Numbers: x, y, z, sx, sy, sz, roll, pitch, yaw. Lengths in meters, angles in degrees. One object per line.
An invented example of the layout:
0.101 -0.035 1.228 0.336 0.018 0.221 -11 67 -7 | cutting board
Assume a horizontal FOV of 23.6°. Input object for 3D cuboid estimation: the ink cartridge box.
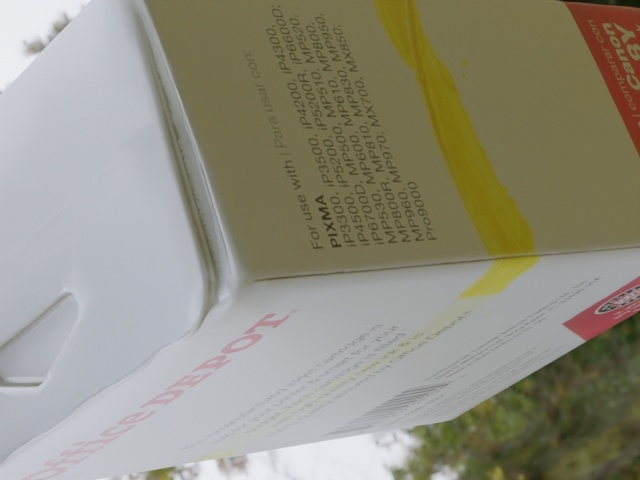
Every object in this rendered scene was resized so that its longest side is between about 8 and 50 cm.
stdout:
0.000 0.000 0.815 0.384 0.279 0.160 -4 -113 -43 | ink cartridge box
